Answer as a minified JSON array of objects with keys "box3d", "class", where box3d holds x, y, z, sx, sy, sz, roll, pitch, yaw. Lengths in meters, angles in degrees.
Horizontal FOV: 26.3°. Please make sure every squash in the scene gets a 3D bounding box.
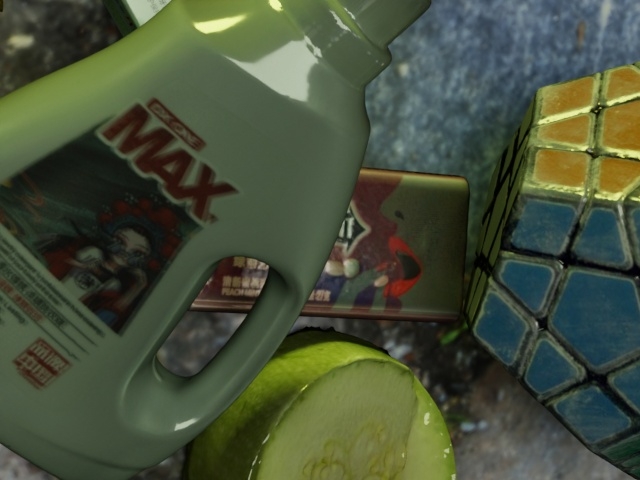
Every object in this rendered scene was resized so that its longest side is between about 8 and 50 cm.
[{"box3d":[0.016,0.177,1.018,0.220,0.133,0.220,-1,92,-27],"class":"squash"}]

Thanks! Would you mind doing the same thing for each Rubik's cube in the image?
[{"box3d":[0.254,0.020,1.012,0.264,0.319,0.319,-24,102,-54],"class":"Rubik's cube"}]

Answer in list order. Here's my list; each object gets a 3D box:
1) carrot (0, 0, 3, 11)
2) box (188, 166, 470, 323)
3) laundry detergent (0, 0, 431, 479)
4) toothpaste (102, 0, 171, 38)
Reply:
[{"box3d":[-0.255,-0.238,0.924,0.082,0.082,0.173,-3,95,-20],"class":"carrot"},{"box3d":[0.000,0.000,1.031,0.224,0.069,0.120,2,90,-21],"class":"box"},{"box3d":[-0.087,-0.031,0.878,0.398,0.125,0.264,-40,105,15],"class":"laundry detergent"},{"box3d":[-0.174,-0.298,0.959,0.081,0.067,0.336,-32,102,-16],"class":"toothpaste"}]
